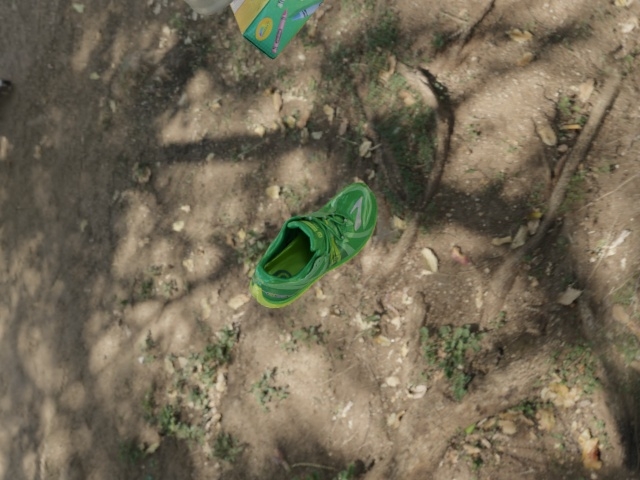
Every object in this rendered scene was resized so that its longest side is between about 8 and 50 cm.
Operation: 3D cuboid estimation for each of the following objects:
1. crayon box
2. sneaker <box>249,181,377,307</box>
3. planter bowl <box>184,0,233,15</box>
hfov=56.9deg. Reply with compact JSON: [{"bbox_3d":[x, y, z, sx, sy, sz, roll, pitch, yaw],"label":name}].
[{"bbox_3d":[-0.042,-0.487,1.075,0.278,0.081,0.165,-44,40,20],"label":"crayon box"},{"bbox_3d":[0.000,0.000,1.031,0.109,0.295,0.123,40,158,15],"label":"sneaker"},{"bbox_3d":[-0.192,-0.461,0.938,0.162,0.109,0.162,-14,66,34],"label":"planter bowl"}]
